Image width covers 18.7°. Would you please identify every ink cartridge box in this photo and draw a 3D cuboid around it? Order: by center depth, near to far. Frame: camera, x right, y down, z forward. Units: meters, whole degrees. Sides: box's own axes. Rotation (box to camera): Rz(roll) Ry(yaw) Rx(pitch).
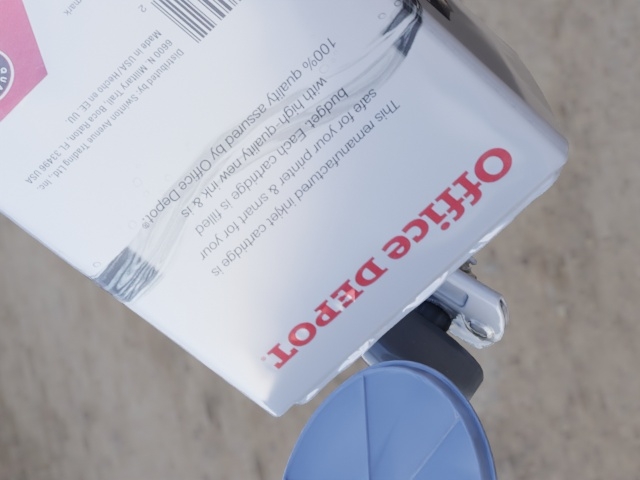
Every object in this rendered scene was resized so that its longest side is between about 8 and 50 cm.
[{"bbox_3d":[-0.044,-0.067,0.782,0.172,0.237,0.100,-43,28,16],"label":"ink cartridge box"}]

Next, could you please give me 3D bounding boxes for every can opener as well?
[{"bbox_3d":[0.000,0.000,1.283,0.280,0.093,0.074,34,151,9],"label":"can opener"}]

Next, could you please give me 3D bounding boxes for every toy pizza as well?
[{"bbox_3d":[0.042,0.172,1.156,0.201,0.032,0.201,-21,63,48],"label":"toy pizza"}]
